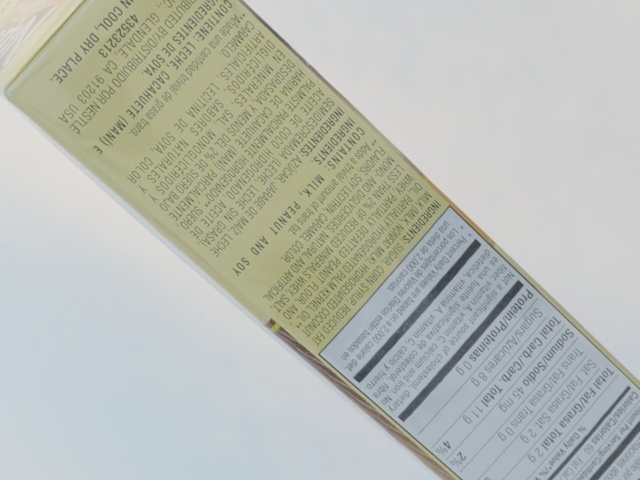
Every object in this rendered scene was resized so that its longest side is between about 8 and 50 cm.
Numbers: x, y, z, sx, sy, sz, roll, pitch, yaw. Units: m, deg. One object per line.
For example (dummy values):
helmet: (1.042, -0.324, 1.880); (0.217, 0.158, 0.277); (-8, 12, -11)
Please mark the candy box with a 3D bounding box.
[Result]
candy box: (0.000, 0.000, 0.715); (0.316, 0.087, 0.183); (42, -2, -22)
